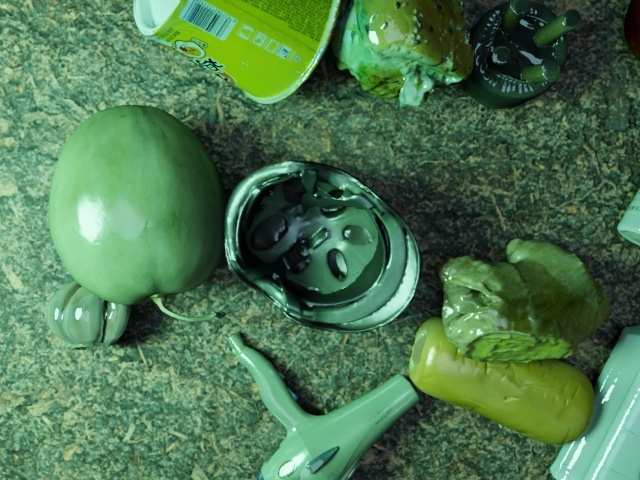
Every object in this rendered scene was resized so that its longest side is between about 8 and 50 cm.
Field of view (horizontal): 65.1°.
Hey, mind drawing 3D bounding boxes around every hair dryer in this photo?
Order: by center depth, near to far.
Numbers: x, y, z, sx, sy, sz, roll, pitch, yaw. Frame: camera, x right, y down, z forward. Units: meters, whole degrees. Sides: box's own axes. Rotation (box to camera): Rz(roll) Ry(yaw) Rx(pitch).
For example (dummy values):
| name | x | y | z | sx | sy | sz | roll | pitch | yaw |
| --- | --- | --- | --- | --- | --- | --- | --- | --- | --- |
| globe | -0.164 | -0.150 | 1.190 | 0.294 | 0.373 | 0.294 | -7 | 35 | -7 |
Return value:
| name | x | y | z | sx | sy | sz | roll | pitch | yaw |
| --- | --- | --- | --- | --- | --- | --- | --- | --- | --- |
| hair dryer | 0.014 | 0.267 | 0.846 | 0.296 | 0.119 | 0.297 | -15 | 79 | -5 |

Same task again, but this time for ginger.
| name | x | y | z | sx | sy | sz | roll | pitch | yaw |
| --- | --- | --- | --- | --- | --- | --- | --- | --- | --- |
| ginger | 0.311 | 0.084 | 0.787 | 0.276 | 0.130 | 0.221 | 15 | 61 | -6 |

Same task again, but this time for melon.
| name | x | y | z | sx | sy | sz | roll | pitch | yaw |
| --- | --- | --- | --- | --- | --- | --- | --- | --- | --- |
| melon | -0.265 | -0.046 | 0.751 | 0.272 | 0.271 | 0.307 | -3 | 61 | 1 |

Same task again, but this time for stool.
| name | x | y | z | sx | sy | sz | roll | pitch | yaw |
| --- | --- | --- | --- | --- | --- | --- | --- | --- | --- |
| stool | 0.286 | -0.284 | 0.786 | 0.228 | 0.139 | 0.153 | -26 | 94 | 1 |

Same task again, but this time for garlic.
| name | x | y | z | sx | sy | sz | roll | pitch | yaw |
| --- | --- | --- | --- | --- | --- | --- | --- | --- | --- |
| garlic | -0.363 | 0.087 | 0.830 | 0.131 | 0.127 | 0.193 | 7 | 73 | 4 |

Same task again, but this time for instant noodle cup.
| name | x | y | z | sx | sy | sz | roll | pitch | yaw |
| --- | --- | --- | --- | --- | --- | --- | --- | --- | --- |
| instant noodle cup | -0.126 | -0.346 | 0.701 | 0.200 | 0.265 | 0.264 | 9 | 94 | -41 |

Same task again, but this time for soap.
| name | x | y | z | sx | sy | sz | roll | pitch | yaw |
| --- | --- | --- | --- | --- | --- | --- | --- | --- | --- |
| soap | 0.559 | 0.294 | 0.815 | 0.208 | 0.115 | 0.346 | 25 | 93 | -4 |

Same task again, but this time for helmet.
| name | x | y | z | sx | sy | sz | roll | pitch | yaw |
| --- | --- | --- | --- | --- | --- | --- | --- | --- | --- |
| helmet | 0.000 | 0.000 | 0.786 | 0.306 | 0.177 | 0.224 | 36 | 99 | -10 |

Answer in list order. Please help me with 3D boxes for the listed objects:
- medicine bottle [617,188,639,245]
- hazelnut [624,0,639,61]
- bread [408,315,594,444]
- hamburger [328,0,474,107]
| name | x | y | z | sx | sy | sz | roll | pitch | yaw |
| --- | --- | --- | --- | --- | --- | --- | --- | --- | --- |
| medicine bottle | 0.591 | -0.108 | 0.811 | 0.095 | 0.095 | 0.259 | 31 | 91 | 0 |
| hazelnut | 0.590 | -0.358 | 0.782 | 0.202 | 0.161 | 0.170 | -3 | 78 | 38 |
| bread | 0.298 | 0.236 | 0.835 | 0.306 | 0.091 | 0.141 | 21 | 87 | -1 |
| hamburger | 0.102 | -0.327 | 0.724 | 0.193 | 0.168 | 0.287 | 4 | 75 | -39 |
